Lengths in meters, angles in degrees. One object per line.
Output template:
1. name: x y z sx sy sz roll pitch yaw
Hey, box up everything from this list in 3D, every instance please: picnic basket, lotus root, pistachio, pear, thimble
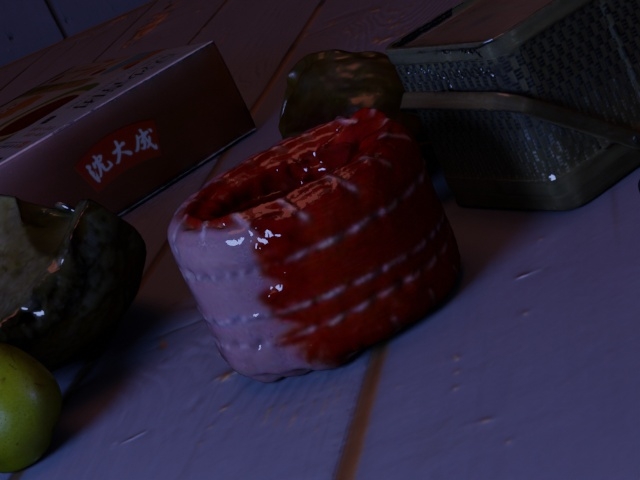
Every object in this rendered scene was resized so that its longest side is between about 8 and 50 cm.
1. picnic basket: 0.198 -0.140 1.126 0.267 0.139 0.165 -33 18 -23
2. lotus root: -0.259 0.052 1.239 0.210 0.142 0.314 -52 30 -9
3. pistachio: 0.038 -0.098 1.253 0.165 0.130 0.210 -28 25 -19
4. pear: -0.229 0.114 1.053 0.092 0.097 0.092 -23 23 10
5. thimble: -0.002 0.003 1.016 0.190 0.125 0.163 -35 22 -28

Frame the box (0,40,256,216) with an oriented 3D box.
1. box: -0.324 -0.098 1.767 0.344 0.122 0.385 -35 19 -28

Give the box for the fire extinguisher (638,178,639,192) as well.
1. fire extinguisher: 0.357 -0.117 0.931 0.344 0.102 0.138 -27 -15 -2
